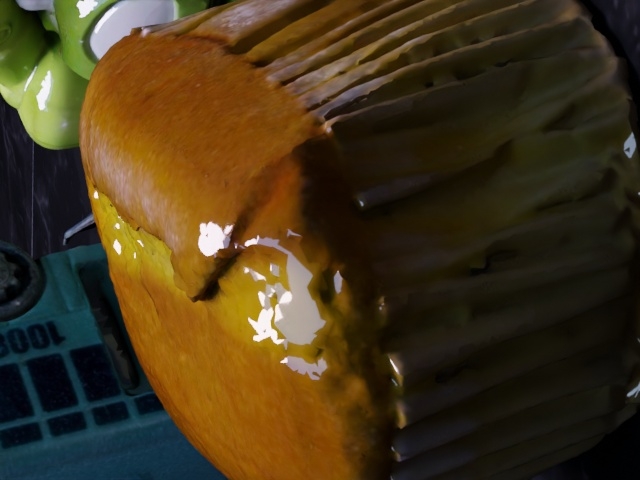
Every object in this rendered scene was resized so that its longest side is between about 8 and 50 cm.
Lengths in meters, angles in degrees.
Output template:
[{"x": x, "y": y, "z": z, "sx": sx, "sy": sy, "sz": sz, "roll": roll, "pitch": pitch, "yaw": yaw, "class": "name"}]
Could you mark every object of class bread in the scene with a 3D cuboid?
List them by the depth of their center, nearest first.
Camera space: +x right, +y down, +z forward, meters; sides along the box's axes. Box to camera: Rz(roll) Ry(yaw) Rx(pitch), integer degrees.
[{"x": 0.000, "y": 0.000, "z": 0.762, "sx": 0.288, "sy": 0.156, "sz": 0.204, "roll": -150, "pitch": 50, "yaw": -63, "class": "bread"}]

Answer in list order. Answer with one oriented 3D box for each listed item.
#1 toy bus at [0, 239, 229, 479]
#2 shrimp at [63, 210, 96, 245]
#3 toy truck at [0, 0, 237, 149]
[{"x": -0.104, "y": 0.077, "z": 0.944, "sx": 0.128, "sy": 0.256, "sz": 0.147, "roll": 104, "pitch": 146, "yaw": -50, "class": "toy bus"}, {"x": -0.124, "y": 0.042, "z": 1.261, "sx": 0.289, "sy": 0.075, "sz": 0.178, "roll": 140, "pitch": 126, "yaw": -69, "class": "shrimp"}, {"x": -0.102, "y": -0.118, "z": 0.942, "sx": 0.187, "sy": 0.210, "sz": 0.148, "roll": 77, "pitch": 172, "yaw": -61, "class": "toy truck"}]
